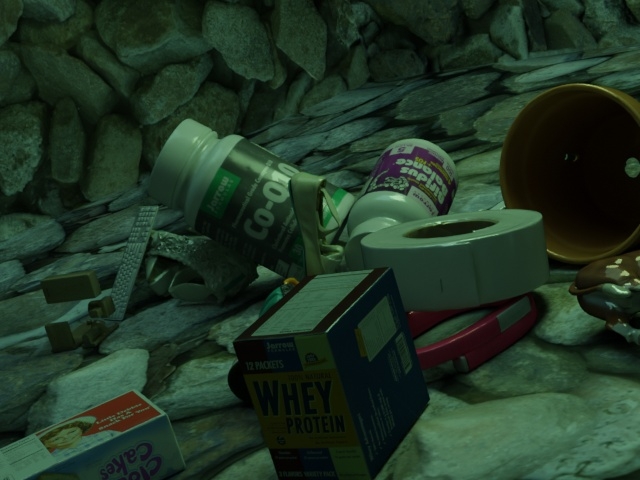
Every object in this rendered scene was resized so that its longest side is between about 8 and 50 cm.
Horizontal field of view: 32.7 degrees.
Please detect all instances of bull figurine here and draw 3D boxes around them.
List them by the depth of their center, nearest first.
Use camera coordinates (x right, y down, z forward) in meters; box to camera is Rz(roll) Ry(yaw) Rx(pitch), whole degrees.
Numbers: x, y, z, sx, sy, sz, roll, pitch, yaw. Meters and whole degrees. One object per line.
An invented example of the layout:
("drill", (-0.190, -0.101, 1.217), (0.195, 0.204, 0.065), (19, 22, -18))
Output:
("bull figurine", (0.500, 0.048, 1.480), (0.310, 0.101, 0.188), (-18, 17, -5))

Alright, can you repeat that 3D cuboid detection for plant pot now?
("plant pot", (0.475, -0.115, 1.809), (0.203, 0.291, 0.290), (-9, 5, -44))

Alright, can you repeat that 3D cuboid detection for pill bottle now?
("pill bottle", (0.147, -0.050, 2.035), (0.169, 0.169, 0.301), (-9, 31, 27))
("pill bottle", (-0.133, -0.076, 2.082), (0.361, 0.204, 0.204), (27, 24, 4))

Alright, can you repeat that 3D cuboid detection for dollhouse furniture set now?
("dollhouse furniture set", (-0.468, 0.122, 2.171), (0.144, 0.151, 0.123), (-8, 17, 22))

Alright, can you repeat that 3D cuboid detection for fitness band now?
("fitness band", (0.193, 0.132, 1.623), (0.290, 0.054, 0.209), (-26, 15, -33))

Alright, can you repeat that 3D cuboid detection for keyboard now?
("keyboard", (-0.399, 0.046, 2.297), (0.014, 0.256, 0.072), (26, -19, -35))

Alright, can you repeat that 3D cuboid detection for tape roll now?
("tape roll", (0.206, 0.027, 1.675), (0.286, 0.100, 0.286), (-8, 9, 1))

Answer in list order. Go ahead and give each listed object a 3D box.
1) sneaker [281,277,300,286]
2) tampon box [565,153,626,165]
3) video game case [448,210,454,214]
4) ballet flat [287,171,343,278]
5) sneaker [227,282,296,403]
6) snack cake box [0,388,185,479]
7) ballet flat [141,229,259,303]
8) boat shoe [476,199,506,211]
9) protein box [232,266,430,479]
("sneaker", (0.019, 0.101, 1.851), (0.214, 0.083, 0.084), (-6, 17, 30))
("tampon box", (0.538, -0.211, 2.245), (0.101, 0.161, 0.120), (-28, 18, -35))
("video game case", (0.182, -0.017, 2.210), (0.193, 0.023, 0.212), (-18, 14, -2))
("ballet flat", (0.000, 0.000, 1.922), (0.086, 0.249, 0.086), (-9, 15, 3))
("sneaker", (0.000, 0.120, 1.635), (0.295, 0.124, 0.178), (-30, 19, 23))
("snack cake box", (-0.337, 0.308, 1.486), (0.264, 0.089, 0.152), (-23, 14, -22))
("ballet flat", (-0.291, 0.058, 2.268), (0.147, 0.147, 0.408), (-27, 18, -34))
("boat shoe", (0.291, -0.007, 1.917), (0.301, 0.108, 0.102), (-30, 20, -19))
("protein box", (0.021, 0.167, 1.383), (0.135, 0.200, 0.201), (-8, 18, 31))
